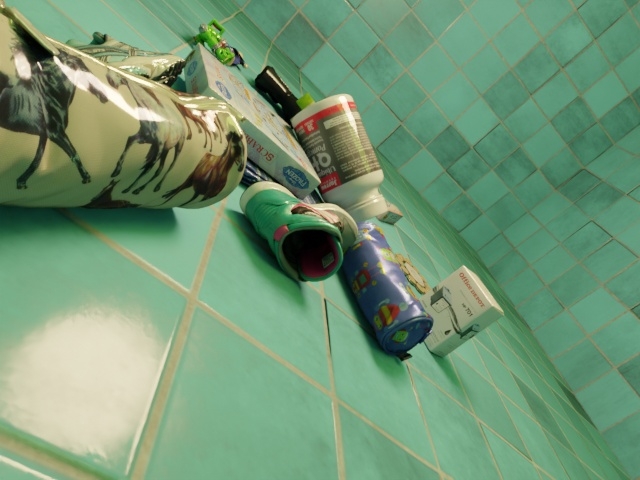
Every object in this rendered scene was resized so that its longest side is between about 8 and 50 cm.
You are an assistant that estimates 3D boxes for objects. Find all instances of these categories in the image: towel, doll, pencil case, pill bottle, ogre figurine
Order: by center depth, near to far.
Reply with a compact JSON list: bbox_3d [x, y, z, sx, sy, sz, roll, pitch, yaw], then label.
[{"bbox_3d":[-0.235,-0.122,0.508,0.160,0.183,0.410,51,17,11],"label":"pencil case"},{"bbox_3d":[0.133,0.096,1.002,0.133,0.119,0.306,14,35,-34],"label":"pencil case"},{"bbox_3d":[-0.097,-0.141,1.119,0.336,0.040,0.243,34,20,-41],"label":"towel"},{"bbox_3d":[0.060,-0.201,1.237,0.319,0.176,0.176,67,18,-2],"label":"pill bottle"},{"bbox_3d":[-0.322,-0.605,1.449,0.118,0.096,0.197,55,27,-18],"label":"ogre figurine"},{"bbox_3d":[-0.309,-0.650,1.646,0.129,0.046,0.189,46,18,-10],"label":"doll"}]

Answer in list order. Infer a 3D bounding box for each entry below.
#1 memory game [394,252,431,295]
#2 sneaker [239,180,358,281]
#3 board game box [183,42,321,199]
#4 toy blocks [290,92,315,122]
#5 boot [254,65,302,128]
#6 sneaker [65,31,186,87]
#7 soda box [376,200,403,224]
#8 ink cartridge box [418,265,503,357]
[{"bbox_3d":[0.305,0.114,1.541,0.186,0.012,0.186,43,18,-18],"label":"memory game"},{"bbox_3d":[0.000,0.000,0.882,0.295,0.124,0.178,17,30,-45],"label":"sneaker"},{"bbox_3d":[-0.162,-0.274,1.070,0.318,0.066,0.319,37,17,-35],"label":"board game box"},{"bbox_3d":[0.054,-0.263,1.532,0.382,0.190,0.261,59,9,29],"label":"toy blocks"},{"bbox_3d":[-0.141,-0.507,1.654,0.207,0.094,0.247,44,11,-24],"label":"boot"},{"bbox_3d":[-0.323,-0.297,0.788,0.122,0.110,0.283,41,19,-11],"label":"sneaker"},{"bbox_3d":[0.258,-0.109,1.817,0.063,0.058,0.183,55,18,19],"label":"soda box"},{"bbox_3d":[0.334,0.178,1.183,0.082,0.190,0.140,30,25,-44],"label":"ink cartridge box"}]
